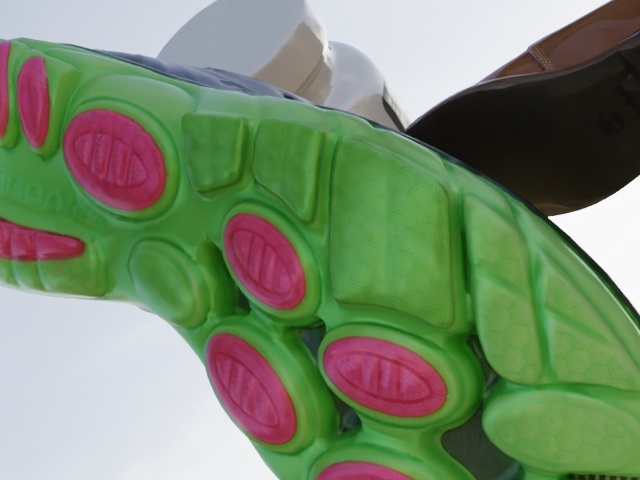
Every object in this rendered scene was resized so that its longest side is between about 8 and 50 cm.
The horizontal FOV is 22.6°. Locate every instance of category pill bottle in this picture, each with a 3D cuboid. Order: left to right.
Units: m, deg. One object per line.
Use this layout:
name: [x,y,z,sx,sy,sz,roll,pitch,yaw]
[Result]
pill bottle: [0.002,-0.045,1.181,0.162,0.162,0.278,-35,-57,4]

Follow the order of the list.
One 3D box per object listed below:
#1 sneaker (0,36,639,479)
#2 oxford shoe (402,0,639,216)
sneaker: [0.000,0.000,0.813,0.202,0.483,0.185,-6,-62,-45]
oxford shoe: [0.125,-0.069,0.723,0.212,0.076,0.076,-23,29,35]
